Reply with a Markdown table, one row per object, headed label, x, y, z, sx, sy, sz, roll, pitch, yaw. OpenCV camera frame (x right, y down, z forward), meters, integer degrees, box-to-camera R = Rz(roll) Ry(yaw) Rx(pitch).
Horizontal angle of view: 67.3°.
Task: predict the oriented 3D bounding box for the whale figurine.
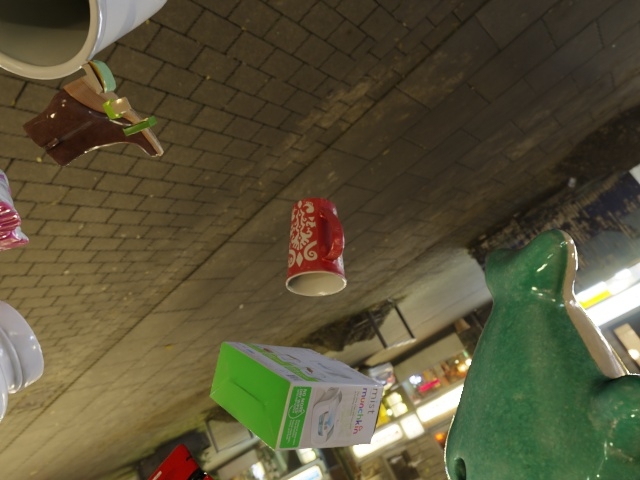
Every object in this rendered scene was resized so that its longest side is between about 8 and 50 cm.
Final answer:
| label | x | y | z | sx | sy | sz | roll | pitch | yaw |
| --- | --- | --- | --- | --- | --- | --- | --- | --- | --- |
| whale figurine | 0.172 | 0.130 | 0.403 | 0.141 | 0.271 | 0.216 | -2 | 168 | -13 |

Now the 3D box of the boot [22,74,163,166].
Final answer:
| label | x | y | z | sx | sy | sz | roll | pitch | yaw |
| --- | --- | --- | --- | --- | --- | --- | --- | --- | --- |
| boot | -0.522 | -0.242 | 1.129 | 0.207 | 0.090 | 0.248 | -41 | 124 | -1 |

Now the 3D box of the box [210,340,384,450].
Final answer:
| label | x | y | z | sx | sy | sz | roll | pitch | yaw |
| --- | --- | --- | --- | --- | --- | --- | --- | --- | --- |
| box | -0.051 | 0.297 | 0.961 | 0.231 | 0.126 | 0.262 | 16 | 176 | -38 |

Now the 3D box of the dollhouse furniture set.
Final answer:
| label | x | y | z | sx | sy | sz | roll | pitch | yaw |
| --- | --- | --- | --- | --- | --- | --- | --- | --- | --- |
| dollhouse furniture set | -0.383 | -0.282 | 0.924 | 0.059 | 0.151 | 0.076 | -19 | -158 | 10 |

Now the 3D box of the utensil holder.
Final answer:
| label | x | y | z | sx | sy | sz | roll | pitch | yaw |
| --- | --- | --- | --- | --- | --- | --- | --- | --- | --- |
| utensil holder | -0.511 | -0.552 | 0.971 | 0.328 | 0.385 | 0.327 | 5 | 129 | 6 |

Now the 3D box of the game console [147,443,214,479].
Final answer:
| label | x | y | z | sx | sy | sz | roll | pitch | yaw |
| --- | --- | --- | --- | --- | --- | --- | --- | --- | --- |
| game console | -0.232 | 0.439 | 0.793 | 0.144 | 0.124 | 0.085 | -48 | 129 | -15 |

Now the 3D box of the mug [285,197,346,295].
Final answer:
| label | x | y | z | sx | sy | sz | roll | pitch | yaw |
| --- | --- | --- | --- | --- | --- | --- | --- | --- | --- |
| mug | 0.004 | 0.004 | 0.933 | 0.150 | 0.169 | 0.113 | -23 | 144 | 31 |

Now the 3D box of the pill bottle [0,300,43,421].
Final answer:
| label | x | y | z | sx | sy | sz | roll | pitch | yaw |
| --- | --- | --- | --- | --- | --- | --- | --- | --- | --- |
| pill bottle | -0.489 | 0.186 | 0.515 | 0.181 | 0.181 | 0.323 | -43 | 175 | 34 |

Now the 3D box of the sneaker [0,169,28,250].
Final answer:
| label | x | y | z | sx | sy | sz | roll | pitch | yaw |
| --- | --- | --- | --- | --- | --- | --- | --- | --- | --- |
| sneaker | -0.421 | -0.048 | 0.565 | 0.103 | 0.111 | 0.252 | -21 | -179 | -30 |
